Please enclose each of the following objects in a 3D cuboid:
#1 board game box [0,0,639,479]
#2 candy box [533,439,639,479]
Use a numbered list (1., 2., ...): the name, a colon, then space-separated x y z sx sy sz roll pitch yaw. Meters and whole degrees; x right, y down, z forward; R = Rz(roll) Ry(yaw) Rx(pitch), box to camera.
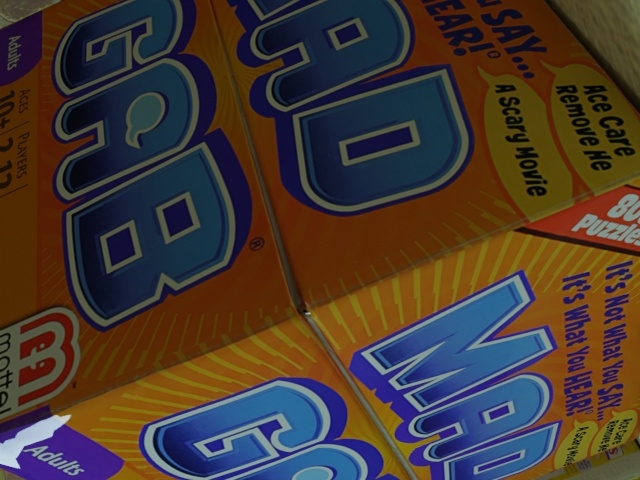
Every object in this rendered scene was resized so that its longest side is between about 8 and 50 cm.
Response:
1. board game box: 0.000 0.000 0.556 0.356 0.356 0.356 61 -172 -51
2. candy box: 0.204 0.141 0.657 0.027 0.105 0.206 62 -173 -50
